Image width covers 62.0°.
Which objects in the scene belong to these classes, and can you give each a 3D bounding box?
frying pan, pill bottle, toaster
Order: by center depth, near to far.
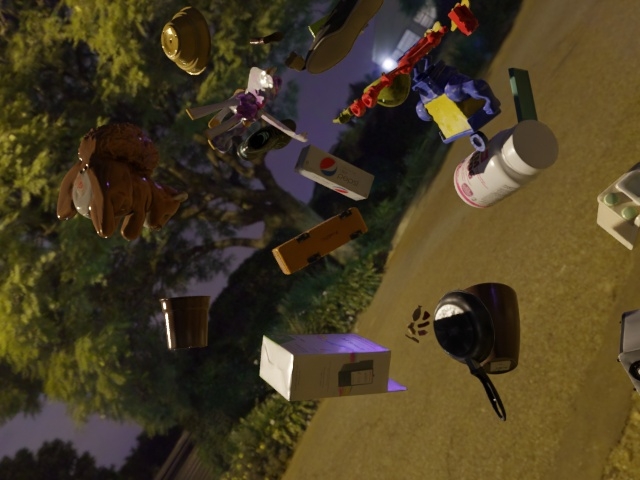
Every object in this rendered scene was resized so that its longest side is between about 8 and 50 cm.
[{"bbox_3d":[0.641,0.221,0.988,0.110,0.168,0.186,-26,8,38],"label":"toaster"},{"bbox_3d":[0.367,0.289,1.370,0.197,0.053,0.326,-5,91,57],"label":"frying pan"},{"bbox_3d":[0.497,-0.203,1.443,0.160,0.160,0.283,-58,4,-21],"label":"pill bottle"}]

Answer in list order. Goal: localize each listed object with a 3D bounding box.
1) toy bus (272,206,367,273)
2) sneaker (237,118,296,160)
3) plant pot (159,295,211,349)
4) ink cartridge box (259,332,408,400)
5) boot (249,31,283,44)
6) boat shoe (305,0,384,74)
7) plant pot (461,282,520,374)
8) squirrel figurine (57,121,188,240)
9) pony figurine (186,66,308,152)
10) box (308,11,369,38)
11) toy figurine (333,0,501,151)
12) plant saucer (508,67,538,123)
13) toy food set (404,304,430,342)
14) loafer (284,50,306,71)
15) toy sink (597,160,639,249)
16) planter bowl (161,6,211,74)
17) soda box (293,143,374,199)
[{"bbox_3d":[0.000,0.000,1.931,0.333,0.108,0.130,-29,3,-14],"label":"toy bus"},{"bbox_3d":[-0.190,-0.389,2.027,0.267,0.101,0.106,-37,2,-23],"label":"sneaker"},{"bbox_3d":[-0.440,0.271,1.748,0.167,0.167,0.165,117,149,-78],"label":"plant pot"},{"bbox_3d":[0.042,0.323,1.407,0.207,0.353,0.119,10,95,62],"label":"ink cartridge box"},{"bbox_3d":[-0.219,-0.816,2.154,0.106,0.037,0.114,-25,26,-28],"label":"boot"},{"bbox_3d":[0.066,-0.675,1.689,0.335,0.112,0.095,-46,47,17],"label":"boat shoe"},{"bbox_3d":[0.527,0.286,1.644,0.215,0.215,0.230,120,156,-44],"label":"plant pot"},{"bbox_3d":[-0.628,-0.199,1.790,0.370,0.281,0.397,2,-85,-54],"label":"squirrel figurine"},{"bbox_3d":[-0.245,-0.456,1.843,0.363,0.351,0.303,-35,-43,-7],"label":"pony figurine"},{"bbox_3d":[0.063,-0.723,1.810,0.178,0.109,0.042,-29,4,7],"label":"box"},{"bbox_3d":[0.191,-0.219,0.924,0.191,0.217,0.362,-47,9,-12],"label":"toy figurine"},{"bbox_3d":[0.604,-0.431,1.581,0.018,0.067,0.192,132,138,-63],"label":"plant saucer"},{"bbox_3d":[0.352,0.298,1.888,0.122,0.078,0.019,-61,-20,-3],"label":"toy food set"},{"bbox_3d":[-0.078,-0.599,1.787,0.056,0.050,0.148,-50,-1,25],"label":"loafer"},{"bbox_3d":[0.823,-0.100,1.381,0.153,0.131,0.234,-43,-30,6],"label":"toy sink"},{"bbox_3d":[-0.467,-0.665,1.779,0.090,0.217,0.217,-21,-29,-44],"label":"planter bowl"},{"bbox_3d":[0.039,-0.189,1.498,0.069,0.216,0.074,-2,67,65],"label":"soda box"}]
